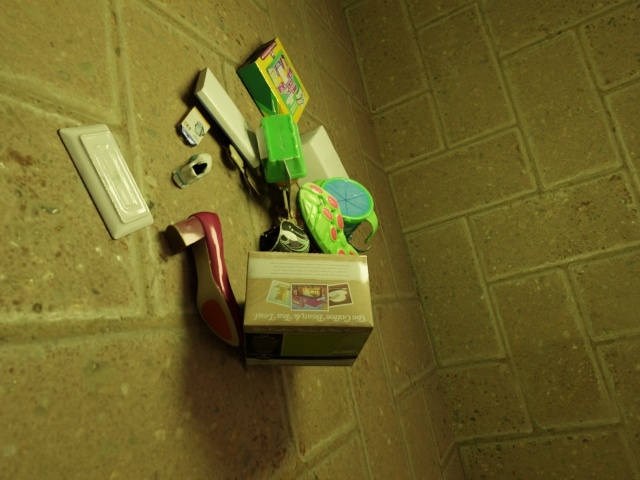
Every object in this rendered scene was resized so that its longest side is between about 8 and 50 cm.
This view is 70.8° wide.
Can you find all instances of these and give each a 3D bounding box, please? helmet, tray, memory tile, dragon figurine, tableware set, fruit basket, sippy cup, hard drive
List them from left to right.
[{"bbox_3d":[-0.494,-0.148,1.073,0.271,0.030,0.145,67,25,-11],"label":"tray"},{"bbox_3d":[-0.317,-0.427,1.579,0.319,0.040,0.210,53,16,-37],"label":"hard drive"},{"bbox_3d":[-0.281,-0.254,1.593,0.128,0.039,0.194,-103,166,-47],"label":"tableware set"},{"bbox_3d":[-0.156,-0.295,1.712,0.353,0.165,0.328,111,-31,-67],"label":"fruit basket"},{"bbox_3d":[-0.118,0.019,1.601,0.161,0.169,0.170,29,46,-34],"label":"helmet"},{"bbox_3d":[-0.133,-0.080,1.819,0.148,0.012,0.114,13,62,-63],"label":"memory tile"},{"bbox_3d":[0.074,-0.108,1.896,0.239,0.224,0.306,-9,57,-29],"label":"sippy cup"},{"bbox_3d":[0.105,0.016,2.035,0.144,0.288,0.085,105,-12,-57],"label":"dragon figurine"}]

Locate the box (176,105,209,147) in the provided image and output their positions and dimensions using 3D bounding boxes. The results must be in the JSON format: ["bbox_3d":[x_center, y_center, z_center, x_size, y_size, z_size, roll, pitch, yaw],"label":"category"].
[{"bbox_3d":[-0.402,-0.354,1.417,0.081,0.028,0.136,56,31,-32],"label":"box"}]

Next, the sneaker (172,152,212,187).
[{"bbox_3d":[-0.359,-0.218,1.349,0.072,0.082,0.191,59,26,-22],"label":"sneaker"}]

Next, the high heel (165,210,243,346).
[{"bbox_3d":[-0.270,0.095,1.251,0.181,0.127,0.378,-29,97,-55],"label":"high heel"}]

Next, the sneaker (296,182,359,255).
[{"bbox_3d":[0.000,0.000,1.744,0.185,0.202,0.483,-53,132,-38],"label":"sneaker"}]

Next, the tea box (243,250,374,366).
[{"bbox_3d":[-0.047,0.205,1.278,0.324,0.328,0.220,104,-14,-57],"label":"tea box"}]

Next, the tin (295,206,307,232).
[{"bbox_3d":[-0.064,-0.101,1.954,0.106,0.040,0.190,50,32,-48],"label":"tin"}]

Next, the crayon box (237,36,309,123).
[{"bbox_3d":[-0.194,-0.683,1.994,0.313,0.105,0.363,59,28,-30],"label":"crayon box"}]

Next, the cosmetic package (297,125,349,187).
[{"bbox_3d":[0.020,-0.271,2.095,0.454,0.161,0.230,61,27,-24],"label":"cosmetic package"}]
